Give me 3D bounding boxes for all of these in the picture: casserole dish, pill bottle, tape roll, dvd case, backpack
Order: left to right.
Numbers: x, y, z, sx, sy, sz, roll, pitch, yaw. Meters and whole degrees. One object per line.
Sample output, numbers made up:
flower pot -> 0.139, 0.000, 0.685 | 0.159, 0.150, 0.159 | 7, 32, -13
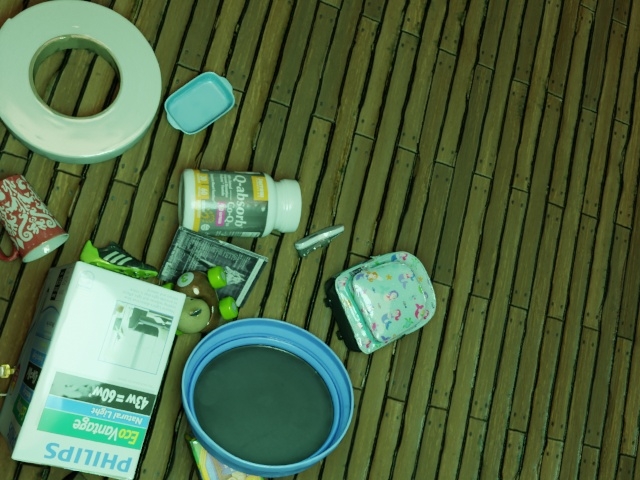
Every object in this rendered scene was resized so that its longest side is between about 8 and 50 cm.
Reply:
tape roll -> -0.575, -0.375, 1.627 | 0.391, 0.072, 0.392 | 3, 82, -18
casserole dish -> -0.304, -0.341, 1.730 | 0.188, 0.037, 0.114 | -40, 96, -19
dvd case -> -0.256, 0.065, 1.633 | 0.221, 0.165, 0.018 | 21, 34, -14
pill bottle -> -0.196, -0.088, 1.660 | 0.278, 0.162, 0.162 | 1, 82, -18
backpack -> 0.164, 0.146, 1.739 | 0.253, 0.191, 0.225 | -21, 88, -25

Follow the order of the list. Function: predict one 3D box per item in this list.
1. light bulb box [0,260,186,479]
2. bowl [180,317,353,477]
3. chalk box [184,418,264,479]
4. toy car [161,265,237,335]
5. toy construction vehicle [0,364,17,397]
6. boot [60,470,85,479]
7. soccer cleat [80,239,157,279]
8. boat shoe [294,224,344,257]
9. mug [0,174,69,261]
light bulb box -> -0.473, 0.252, 1.398 | 0.225, 0.358, 0.361 | 21, 75, -26
bowl -> -0.120, 0.351, 1.559 | 0.390, 0.077, 0.391 | 10, 42, -9
chalk box -> -0.214, 0.528, 1.576 | 0.132, 0.132, 0.213 | -17, 86, -20
toy car -> -0.295, 0.149, 1.548 | 0.155, 0.188, 0.149 | -19, 93, 10
toy construction vehicle -> -0.656, 0.306, 1.514 | 0.098, 0.035, 0.086 | 4, 80, -18
boot -> -0.556, 0.615, 1.399 | 0.115, 0.112, 0.305 | 56, 31, -11
soccer cleat -> -0.466, 0.044, 1.608 | 0.178, 0.060, 0.072 | 13, 65, -16
boat shoe -> 0.000, 0.000, 1.777 | 0.142, 0.049, 0.040 | -23, 108, -19
mug -> -0.670, -0.043, 1.525 | 0.150, 0.113, 0.169 | -33, 90, -22
